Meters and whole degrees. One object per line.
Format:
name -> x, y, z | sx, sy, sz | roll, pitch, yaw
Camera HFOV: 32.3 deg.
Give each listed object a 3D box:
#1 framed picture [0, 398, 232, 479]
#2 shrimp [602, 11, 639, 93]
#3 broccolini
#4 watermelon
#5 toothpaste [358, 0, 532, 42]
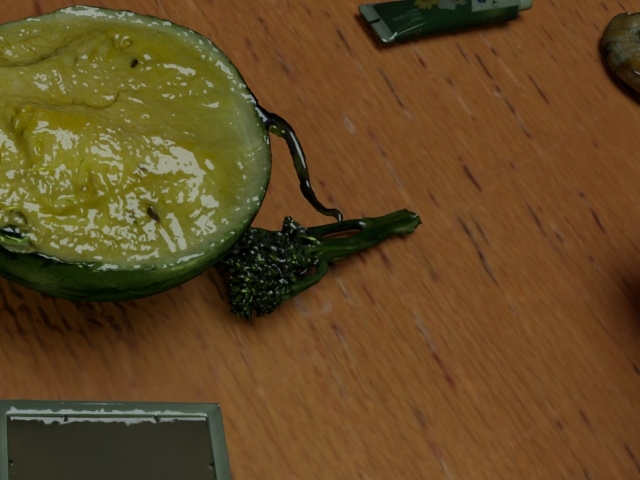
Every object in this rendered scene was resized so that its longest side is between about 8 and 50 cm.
framed picture -> -0.111, 0.172, 0.617 | 0.142, 0.011, 0.183 | 4, 52, -24
shrimp -> 0.386, -0.190, 1.146 | 0.217, 0.051, 0.150 | 2, 46, -22
broccolini -> 0.008, -0.006, 0.791 | 0.201, 0.058, 0.074 | -24, 74, -38
watermelon -> -0.138, -0.044, 0.697 | 0.232, 0.127, 0.204 | -14, 61, -33
toothpaste -> 0.126, -0.216, 1.043 | 0.204, 0.031, 0.049 | -15, 60, -34
